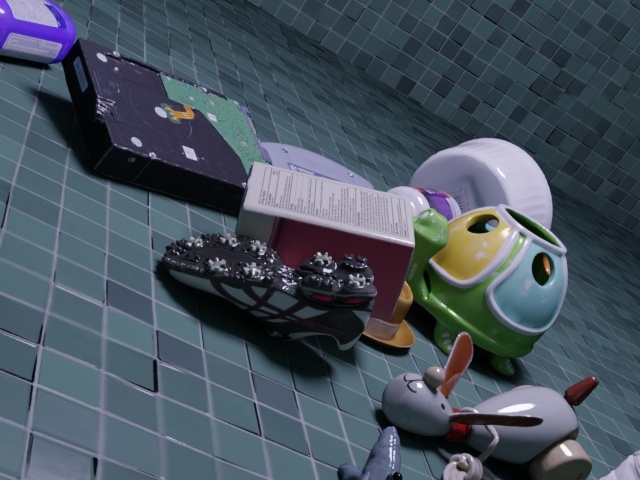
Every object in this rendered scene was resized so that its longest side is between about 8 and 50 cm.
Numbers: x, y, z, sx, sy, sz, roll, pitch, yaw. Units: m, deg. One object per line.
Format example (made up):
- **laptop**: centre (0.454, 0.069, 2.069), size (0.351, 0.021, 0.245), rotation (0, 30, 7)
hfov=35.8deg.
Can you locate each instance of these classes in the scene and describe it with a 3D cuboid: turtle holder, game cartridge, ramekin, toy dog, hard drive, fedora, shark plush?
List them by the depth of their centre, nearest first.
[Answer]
- **shark plush**: centre (0.059, 0.256, 1.021), size (0.073, 0.067, 0.161), rotation (35, 18, -1)
- **toy dog**: centre (0.250, 0.218, 1.302), size (0.220, 0.161, 0.334), rotation (46, 21, 31)
- **fedora**: centre (0.077, 0.078, 1.486), size (0.194, 0.079, 0.194), rotation (31, 18, -11)
- **hard drive**: centre (-0.221, -0.163, 1.524), size (0.339, 0.064, 0.237), rotation (15, 40, -44)
- **turtle holder**: centre (0.259, 0.048, 1.643), size (0.320, 0.227, 0.243), rotation (33, 19, -7)
- **game cartridge**: centre (0.007, -0.072, 1.728), size (0.294, 0.060, 0.196), rotation (17, 42, -45)
- **ramekin**: centre (0.293, -0.057, 1.913), size (0.277, 0.277, 0.135), rotation (43, 29, 23)

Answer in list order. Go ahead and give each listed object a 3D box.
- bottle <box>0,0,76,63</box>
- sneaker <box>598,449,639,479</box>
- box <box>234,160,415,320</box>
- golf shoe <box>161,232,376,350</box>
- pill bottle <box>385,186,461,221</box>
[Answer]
- **bottle**: centre (-0.501, -0.335, 1.496), size (0.118, 0.092, 0.283), rotation (41, 19, 20)
- **sneaker**: centre (0.509, 0.390, 1.394), size (0.232, 0.115, 0.090), rotation (43, 20, 23)
- **box**: centre (0.000, 0.000, 1.348), size (0.232, 0.127, 0.148), rotation (13, 28, -4)
- **golf shoe**: centre (-0.069, 0.069, 1.238), size (0.273, 0.120, 0.105), rotation (12, 29, 2)
- **pill bottle**: centre (0.159, -0.039, 1.718), size (0.108, 0.108, 0.193), rotation (43, 21, 25)
